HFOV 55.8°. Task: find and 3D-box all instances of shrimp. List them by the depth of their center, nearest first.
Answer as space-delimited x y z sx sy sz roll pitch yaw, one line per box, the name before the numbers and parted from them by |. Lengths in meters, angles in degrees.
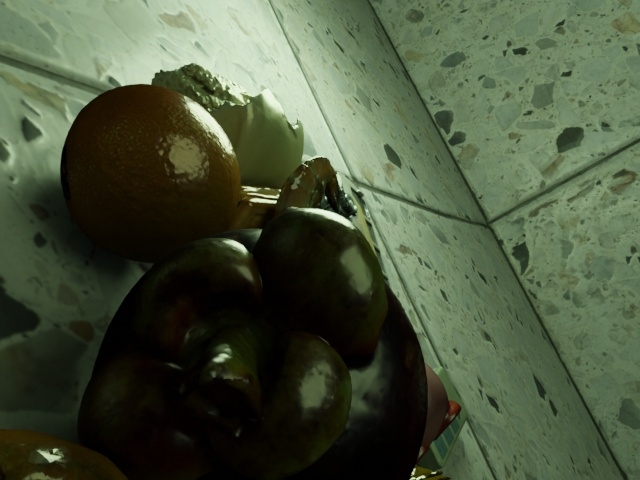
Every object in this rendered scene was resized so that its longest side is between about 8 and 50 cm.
shrimp | 0.000 0.000 0.929 0.169 0.058 0.296 -55 146 -30

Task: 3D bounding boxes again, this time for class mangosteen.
mangosteen | -0.055 0.123 0.513 0.347 0.306 0.307 84 -11 -62

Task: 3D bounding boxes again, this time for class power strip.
power strip | 0.213 0.327 1.134 0.118 0.046 0.270 61 24 6

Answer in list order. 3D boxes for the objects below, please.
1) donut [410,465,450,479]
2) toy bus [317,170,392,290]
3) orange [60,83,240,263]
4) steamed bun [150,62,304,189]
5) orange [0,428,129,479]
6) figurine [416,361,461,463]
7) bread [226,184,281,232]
donut | 0.077 0.356 0.640 0.272 0.272 0.107 45 -13 -28
toy bus | 0.062 0.035 1.122 0.138 0.097 0.343 33 35 -48
orange | -0.187 -0.074 0.671 0.206 0.206 0.206 43 28 -30
steamed bun | -0.125 -0.168 0.920 0.200 0.170 0.225 58 23 14
orange | -0.186 0.201 0.297 0.248 0.183 0.249 27 15 -8
figurine | 0.097 0.239 0.879 0.173 0.173 0.173 43 28 -30
bread | -0.092 -0.019 0.887 0.077 0.116 0.200 40 18 21
